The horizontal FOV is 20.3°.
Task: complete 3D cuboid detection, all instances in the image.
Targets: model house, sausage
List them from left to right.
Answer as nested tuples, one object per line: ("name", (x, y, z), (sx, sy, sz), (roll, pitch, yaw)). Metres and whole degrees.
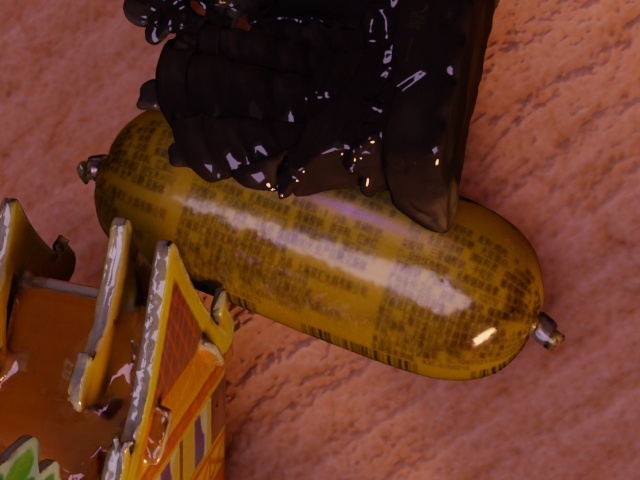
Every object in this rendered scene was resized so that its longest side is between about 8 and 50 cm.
("model house", (-0.199, 0.142, 1.088), (0.242, 0.357, 0.312), (9, 121, 17))
("sausage", (0.000, 0.000, 1.182), (0.347, 0.123, 0.123), (21, 100, 12))

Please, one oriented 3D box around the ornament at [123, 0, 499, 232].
("ornament", (-0.020, -0.128, 1.148), (0.260, 0.106, 0.251), (4, 59, 15))
